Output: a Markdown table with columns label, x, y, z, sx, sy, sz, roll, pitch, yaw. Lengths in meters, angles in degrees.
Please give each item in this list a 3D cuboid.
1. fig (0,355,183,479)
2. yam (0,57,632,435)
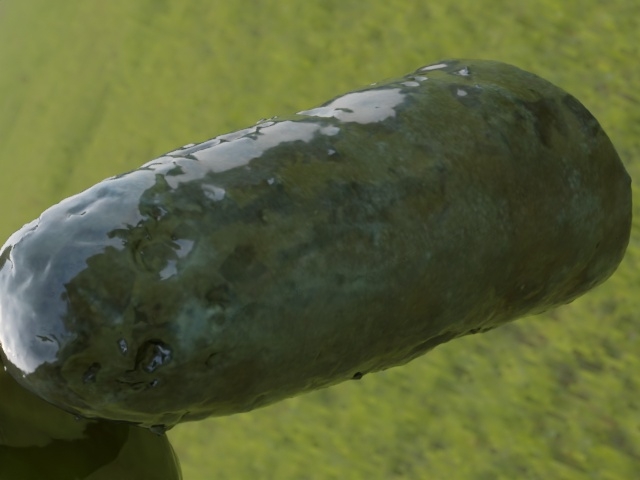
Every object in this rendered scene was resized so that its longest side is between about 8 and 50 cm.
| label | x | y | z | sx | sy | sz | roll | pitch | yaw |
| --- | --- | --- | --- | --- | --- | --- | --- | --- | --- |
| fig | -0.195 | 0.156 | 0.957 | 0.239 | 0.239 | 0.271 | 153 | 136 | -71 |
| yam | 0.000 | 0.000 | 0.831 | 0.330 | 0.133 | 0.133 | -17 | -29 | -43 |
